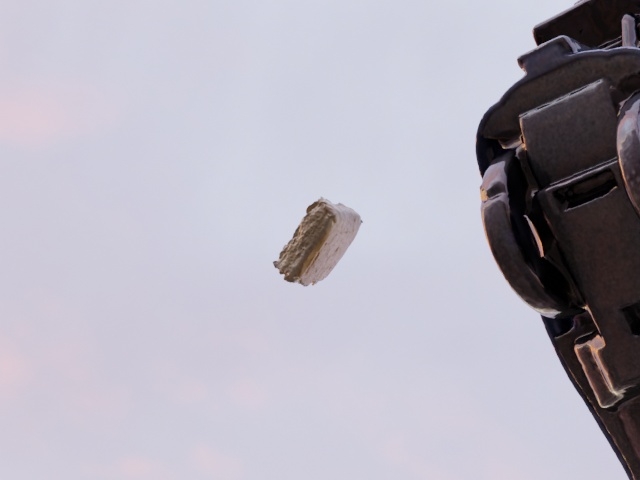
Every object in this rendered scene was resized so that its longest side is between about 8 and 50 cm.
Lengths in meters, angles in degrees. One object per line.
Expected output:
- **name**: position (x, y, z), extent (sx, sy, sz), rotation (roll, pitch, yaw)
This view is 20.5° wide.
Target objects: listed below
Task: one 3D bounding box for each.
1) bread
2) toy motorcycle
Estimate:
- **bread**: position (0.000, 0.000, 1.400), extent (0.035, 0.083, 0.070), rotation (35, -78, 18)
- **toy motorcycle**: position (0.203, 0.042, 0.871), extent (0.125, 0.213, 0.358), rotation (-23, -86, 36)
